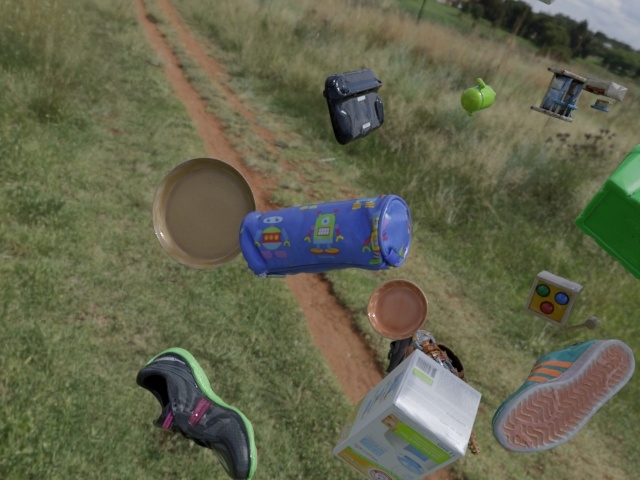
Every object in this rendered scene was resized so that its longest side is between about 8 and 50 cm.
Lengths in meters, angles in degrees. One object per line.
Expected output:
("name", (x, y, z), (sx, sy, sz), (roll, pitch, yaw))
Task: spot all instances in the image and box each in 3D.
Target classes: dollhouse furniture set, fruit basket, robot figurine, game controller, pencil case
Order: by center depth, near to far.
("pencil case", (0.000, 0.000, 0.885), (0.306, 0.133, 0.119), (-6, -25, 31))
("game controller", (0.092, -0.345, 1.325), (0.067, 0.167, 0.319), (4, 21, 24))
("fruit basket", (0.894, -0.046, 1.333), (0.392, 0.283, 0.392), (6, 49, -7))
("robot figurine", (0.443, -0.400, 1.466), (0.115, 0.101, 0.067), (-22, 55, -34))
("dollhouse furniture set", (0.734, -0.406, 1.493), (0.129, 0.129, 0.184), (6, 22, -30))

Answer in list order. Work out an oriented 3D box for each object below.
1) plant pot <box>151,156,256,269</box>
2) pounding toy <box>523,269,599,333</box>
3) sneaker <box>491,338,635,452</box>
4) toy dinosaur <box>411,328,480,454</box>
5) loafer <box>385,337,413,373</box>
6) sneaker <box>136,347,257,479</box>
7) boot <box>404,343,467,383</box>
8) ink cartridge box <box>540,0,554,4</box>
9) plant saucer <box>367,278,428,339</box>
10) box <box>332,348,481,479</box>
("plant pot", (-0.244, -0.057, 1.103), (0.236, 0.236, 0.032), (26, 6, 10))
("pounding toy", (0.750, 0.222, 1.616), (0.206, 0.181, 0.094), (26, 24, 33))
("sneaker", (0.420, 0.278, 0.943), (0.302, 0.121, 0.108), (-26, 86, -16))
("toy dinosaur", (0.318, 0.400, 1.378), (0.164, 0.218, 0.322), (-4, 71, -1))
("loafer", (0.336, 0.423, 2.171), (0.095, 0.303, 0.109), (28, 19, 8))
("sneaker", (-0.371, 0.529, 1.524), (0.483, 0.185, 0.202), (38, 34, 26))
("boot", (0.415, 0.441, 1.900), (0.109, 0.220, 0.283), (-33, 51, -13))
("ink cartridge box", (0.373, -0.482, 0.777), (0.139, 0.191, 0.082), (-40, 60, -13))
("plant saucer", (0.250, 0.225, 1.682), (0.200, 0.200, 0.037), (38, -5, 30))
("box", (0.119, 0.268, 0.753), (0.114, 0.203, 0.103), (36, 45, 3))
